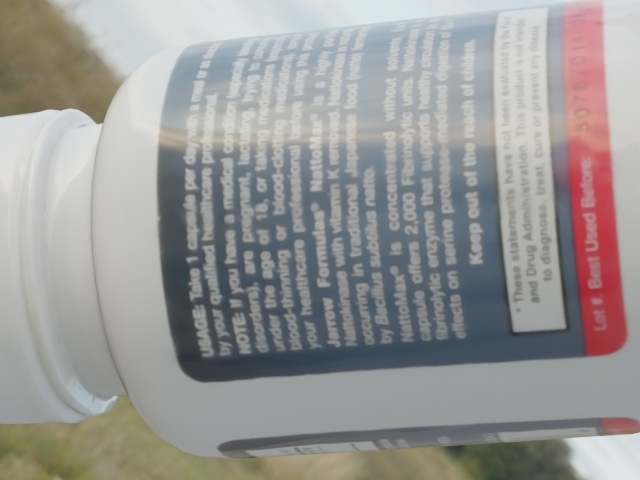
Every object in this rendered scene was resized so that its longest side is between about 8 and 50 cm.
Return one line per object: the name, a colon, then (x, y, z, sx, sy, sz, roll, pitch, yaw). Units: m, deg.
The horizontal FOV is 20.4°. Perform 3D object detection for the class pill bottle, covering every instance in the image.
pill bottle: (0.000, 0.000, 0.451, 0.108, 0.180, 0.108, -5, 90, -79)
